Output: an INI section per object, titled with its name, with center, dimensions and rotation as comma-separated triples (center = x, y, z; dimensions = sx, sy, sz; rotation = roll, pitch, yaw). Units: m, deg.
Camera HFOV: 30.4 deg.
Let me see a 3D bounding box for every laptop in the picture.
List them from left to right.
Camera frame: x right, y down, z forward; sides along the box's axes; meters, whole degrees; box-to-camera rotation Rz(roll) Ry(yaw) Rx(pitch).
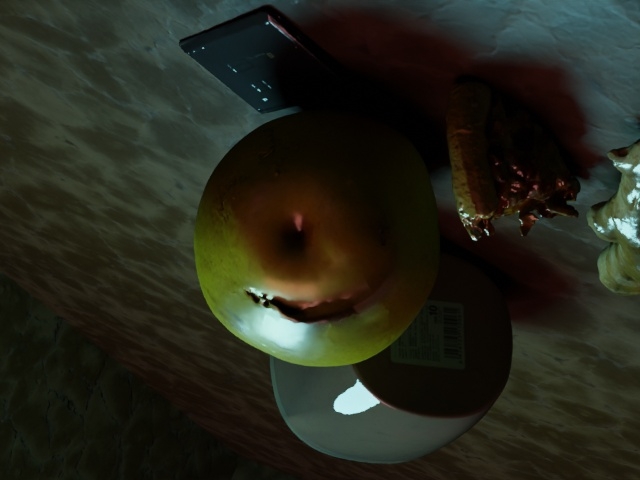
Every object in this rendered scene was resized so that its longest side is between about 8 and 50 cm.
[laptop]
center = -0.062, -0.189, 1.280
dimensions = 0.135, 0.016, 0.197
rotation = 36, 158, -26

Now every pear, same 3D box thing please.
[pear]
center = 0.010, -0.006, 1.300
dimensions = 0.285, 0.285, 0.336
rotation = 16, -162, 23

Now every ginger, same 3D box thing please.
[ginger]
center = 0.336, -0.011, 1.182
dimensions = 0.148, 0.081, 0.334
rotation = 32, 166, 30

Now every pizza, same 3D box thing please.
[pizza]
center = 0.201, -0.068, 1.163
dimensions = 0.194, 0.154, 0.069
rotation = 14, 152, -40

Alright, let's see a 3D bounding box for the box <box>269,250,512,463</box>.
[box]
center = 0.104, 0.145, 1.560
dimensions = 0.301, 0.301, 0.216
rotation = 29, 154, -13
